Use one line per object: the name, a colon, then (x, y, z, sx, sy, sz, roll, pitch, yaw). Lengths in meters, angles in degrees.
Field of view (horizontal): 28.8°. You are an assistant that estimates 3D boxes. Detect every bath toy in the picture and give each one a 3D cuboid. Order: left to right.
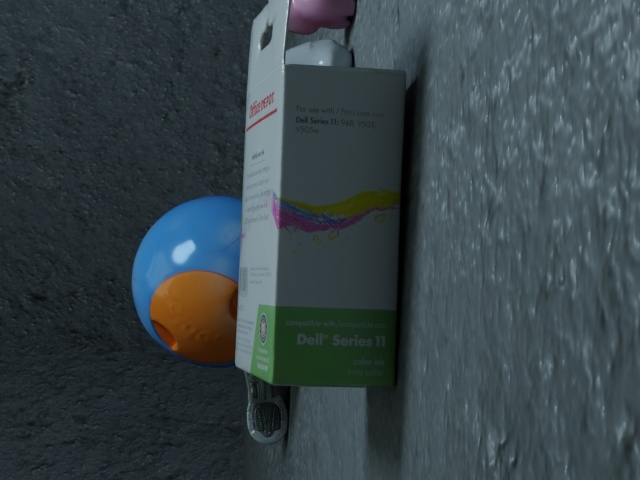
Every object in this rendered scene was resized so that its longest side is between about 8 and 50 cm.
bath toy: (-0.020, -0.338, 1.665, 0.151, 0.129, 0.348, 117, 156, -75)

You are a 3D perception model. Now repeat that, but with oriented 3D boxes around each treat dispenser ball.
treat dispenser ball: (-0.171, 0.068, 2.089, 0.288, 0.288, 0.288, -176, 90, -85)

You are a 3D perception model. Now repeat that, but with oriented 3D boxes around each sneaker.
sneaker: (-0.100, 0.256, 2.274, 0.115, 0.090, 0.232, 103, 171, -78)

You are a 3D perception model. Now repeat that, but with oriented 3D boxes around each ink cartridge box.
ink cartridge box: (-0.003, -0.047, 1.175, 0.207, 0.119, 0.354, 176, 97, -77)
